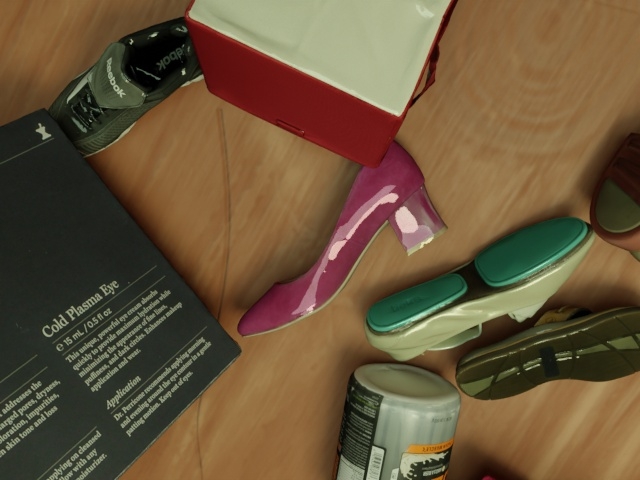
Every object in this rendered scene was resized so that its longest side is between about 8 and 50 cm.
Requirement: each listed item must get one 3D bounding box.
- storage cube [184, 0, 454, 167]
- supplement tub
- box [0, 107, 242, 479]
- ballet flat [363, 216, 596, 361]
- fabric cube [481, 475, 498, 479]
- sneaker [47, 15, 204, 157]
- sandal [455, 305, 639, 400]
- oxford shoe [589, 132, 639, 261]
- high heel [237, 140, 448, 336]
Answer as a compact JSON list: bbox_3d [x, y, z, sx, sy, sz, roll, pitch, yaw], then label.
[{"bbox_3d":[0.011,-0.196,0.710,0.215,0.193,0.183,26,83,0],"label":"storage cube"},{"bbox_3d":[0.072,0.232,0.842,0.117,0.117,0.190,10,102,4],"label":"supplement tub"},{"bbox_3d":[-0.303,0.100,0.729,0.179,0.343,0.312,-34,96,40],"label":"box"},{"bbox_3d":[0.165,0.057,0.828,0.249,0.086,0.086,-24,97,11],"label":"ballet flat"},{"bbox_3d":[0.223,0.431,0.757,0.259,0.258,0.254,28,102,-19],"label":"fabric cube"},{"bbox_3d":[-0.199,-0.153,0.807,0.234,0.106,0.078,-31,95,11],"label":"sneaker"},{"bbox_3d":[0.242,0.105,0.829,0.220,0.060,0.090,-17,126,7],"label":"sandal"},{"bbox_3d":[0.400,-0.120,0.763,0.130,0.123,0.348,31,102,-27],"label":"oxford shoe"},{"bbox_3d":[0.000,0.000,0.826,0.244,0.082,0.117,-31,93,11],"label":"high heel"}]
